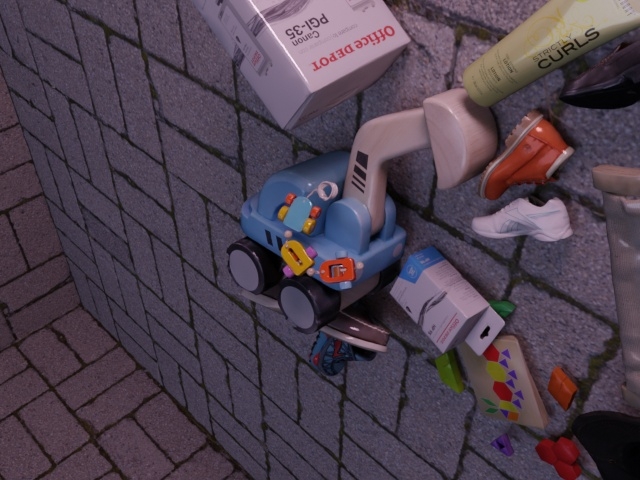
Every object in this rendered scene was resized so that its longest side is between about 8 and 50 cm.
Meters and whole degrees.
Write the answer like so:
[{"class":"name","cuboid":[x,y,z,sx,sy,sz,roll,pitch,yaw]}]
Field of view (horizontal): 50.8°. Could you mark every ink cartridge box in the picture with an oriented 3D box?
[{"class":"ink cartridge box","cuboid":[-0.038,-0.331,0.955,0.283,0.207,0.117,55,150,1]},{"class":"ink cartridge box","cuboid":[0.208,0.111,1.124,0.180,0.060,0.104,49,140,26]}]

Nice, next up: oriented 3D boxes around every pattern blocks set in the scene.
[{"class":"pattern blocks set","cuboid":[0.313,0.241,1.160,0.285,0.026,0.325,10,122,50]}]

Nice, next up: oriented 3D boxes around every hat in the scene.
[{"class":"hat","cuboid":[0.497,0.290,0.866,0.331,0.134,0.331,40,163,15]}]

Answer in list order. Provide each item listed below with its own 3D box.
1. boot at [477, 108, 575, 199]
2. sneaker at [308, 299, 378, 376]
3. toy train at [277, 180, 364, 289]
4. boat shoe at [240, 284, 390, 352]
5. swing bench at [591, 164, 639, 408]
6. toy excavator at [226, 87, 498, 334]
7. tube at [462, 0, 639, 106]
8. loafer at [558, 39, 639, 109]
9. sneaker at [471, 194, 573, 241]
[{"class":"boot","cuboid":[0.271,-0.092,0.901,0.084,0.059,0.158,43,145,12]},{"class":"sneaker","cuboid":[0.055,0.229,1.435,0.125,0.104,0.262,38,144,23]},{"class":"toy train","cuboid":[0.000,0.000,1.028,0.125,0.046,0.166,-13,79,15]},{"class":"boat shoe","cuboid":[-0.004,0.123,1.309,0.324,0.097,0.116,20,171,27]},{"class":"swing bench","cuboid":[0.398,0.006,0.626,0.165,0.254,0.253,12,127,48]},{"class":"toy excavator","cuboid":[0.047,-0.067,1.105,0.433,0.222,0.445,29,131,34]},{"class":"tube","cuboid":[0.265,-0.235,0.779,0.070,0.062,0.240,23,152,-25]},{"class":"loafer","cuboid":[0.336,-0.186,0.740,0.170,0.062,0.061,-4,76,62]},{"class":"sneaker","cuboid":[0.280,-0.035,0.950,0.152,0.053,0.061,1,110,46]}]
